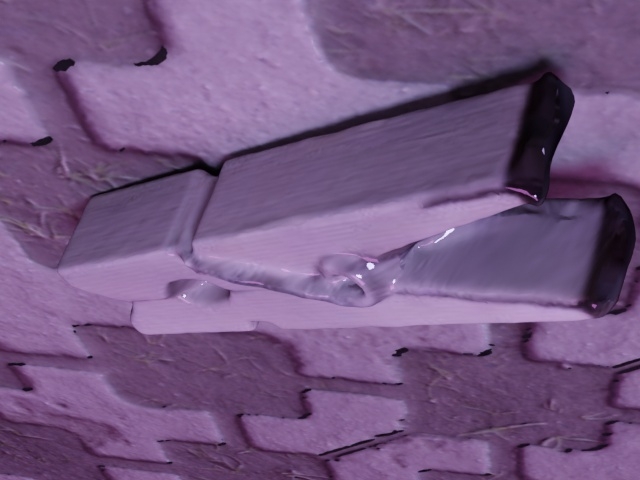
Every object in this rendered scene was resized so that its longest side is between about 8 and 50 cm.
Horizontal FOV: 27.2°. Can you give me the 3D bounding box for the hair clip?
[{"bbox_3d":[0.001,-0.004,0.715,0.331,0.085,0.101,-7,145,40],"label":"hair clip"}]
